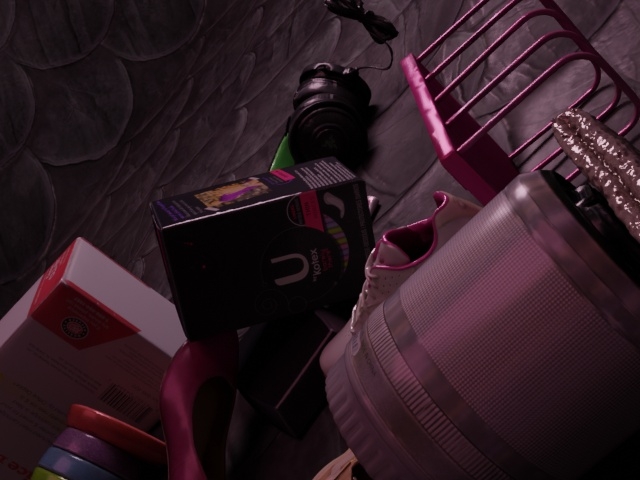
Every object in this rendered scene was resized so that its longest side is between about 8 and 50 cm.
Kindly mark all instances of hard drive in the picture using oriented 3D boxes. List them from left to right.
[{"bbox_3d":[-0.046,0.156,1.409,0.172,0.054,0.255,-54,22,-6],"label":"hard drive"}]

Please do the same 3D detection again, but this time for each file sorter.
[{"bbox_3d":[0.237,-0.138,1.131,0.182,0.202,0.290,-41,24,17],"label":"file sorter"}]

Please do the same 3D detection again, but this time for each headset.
[{"bbox_3d":[-0.007,-0.225,1.747,0.394,0.185,0.243,-50,20,34],"label":"headset"}]

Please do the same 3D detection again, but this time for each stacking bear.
[{"bbox_3d":[-0.361,0.403,1.517,0.175,0.164,0.289,-10,50,59],"label":"stacking bear"}]

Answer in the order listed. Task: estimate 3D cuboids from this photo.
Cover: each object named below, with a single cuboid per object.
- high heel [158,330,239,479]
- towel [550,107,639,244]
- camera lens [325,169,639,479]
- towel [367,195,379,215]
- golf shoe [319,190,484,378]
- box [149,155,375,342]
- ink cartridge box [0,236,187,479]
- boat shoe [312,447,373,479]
[{"bbox_3d":[-0.120,0.264,1.301,0.181,0.127,0.377,-3,58,29],"label":"high heel"},{"bbox_3d":[0.295,-0.009,0.833,0.049,0.187,0.282,-49,23,17],"label":"towel"},{"bbox_3d":[0.167,0.094,0.874,0.274,0.219,0.219,-44,23,16],"label":"camera lens"},{"bbox_3d":[0.000,0.000,1.594,0.197,0.029,0.144,-9,47,59],"label":"towel"},{"bbox_3d":[0.089,0.054,1.197,0.306,0.140,0.115,-41,26,27],"label":"golf shoe"},{"bbox_3d":[-0.074,0.007,1.386,0.271,0.165,0.143,-15,20,-10],"label":"box"},{"bbox_3d":[-0.418,0.230,1.710,0.385,0.279,0.160,-44,23,17],"label":"ink cartridge box"},{"bbox_3d":[0.037,0.256,1.084,0.170,0.063,0.059,-51,16,-2],"label":"boat shoe"}]
